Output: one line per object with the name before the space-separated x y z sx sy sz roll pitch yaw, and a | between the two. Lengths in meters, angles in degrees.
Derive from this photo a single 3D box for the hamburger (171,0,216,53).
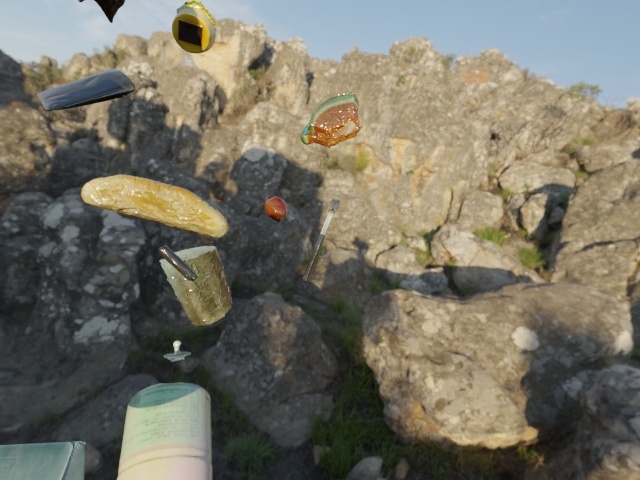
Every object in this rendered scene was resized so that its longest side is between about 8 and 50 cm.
hamburger | -0.373 -0.630 1.192 0.127 0.141 0.081 2 42 5

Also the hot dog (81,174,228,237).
hot dog | -0.277 -0.065 0.704 0.243 0.073 0.084 15 -1 -16

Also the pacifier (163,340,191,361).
pacifier | -0.452 0.347 1.269 0.083 0.064 0.068 3 -2 -41

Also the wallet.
wallet | -0.682 -0.433 1.178 0.245 0.052 0.169 -28 48 -24

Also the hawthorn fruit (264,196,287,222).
hawthorn fruit | -0.157 -0.105 1.433 0.081 0.081 0.093 6 54 -34

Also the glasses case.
glasses case | -0.506 0.389 0.653 0.267 0.105 0.056 -11 -16 17

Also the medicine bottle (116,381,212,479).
medicine bottle | -0.406 0.616 1.061 0.236 0.235 0.405 9 40 -24

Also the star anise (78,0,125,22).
star anise | -0.422 -0.522 0.737 0.111 0.212 0.196 16 54 16

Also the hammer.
hammer | 0.000 0.000 1.096 0.029 0.246 0.103 21 -3 0

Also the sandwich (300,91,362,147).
sandwich | 0.036 -0.401 1.355 0.079 0.235 0.159 62 5 -59

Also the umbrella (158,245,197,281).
umbrella | -0.403 0.065 1.144 0.133 0.031 0.036 46 34 -8

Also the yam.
yam | -0.527 0.188 1.758 0.241 0.347 0.241 -11 24 5
